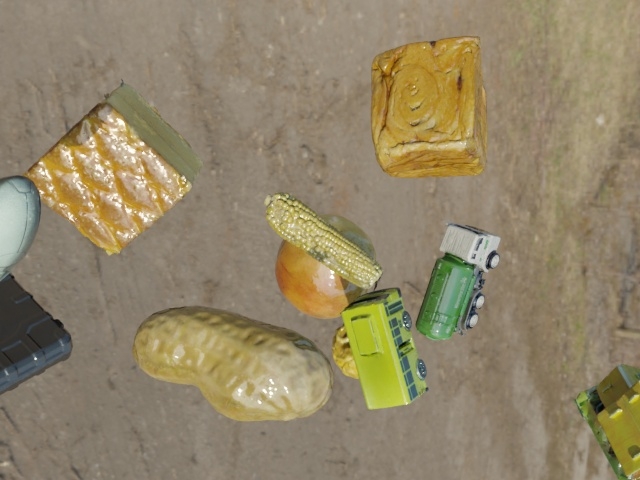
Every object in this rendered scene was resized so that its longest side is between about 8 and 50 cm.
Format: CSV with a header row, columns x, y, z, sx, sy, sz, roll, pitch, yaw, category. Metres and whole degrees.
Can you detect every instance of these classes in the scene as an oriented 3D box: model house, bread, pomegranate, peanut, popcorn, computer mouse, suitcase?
x,y,z,sx,sy,sz,roll,pitch,yaw,category
0.794,0.378,1.583,0.324,0.340,0.300,58,11,-54,model house
0.143,-0.163,0.902,0.143,0.149,0.158,34,51,-67,bread
0.029,0.078,2.048,0.319,0.319,0.319,-9,101,-56,pomegranate
-0.096,0.130,0.746,0.095,0.226,0.108,87,23,-57,peanut
0.142,0.307,2.007,0.250,0.250,0.190,-9,80,-56,popcorn
-0.432,0.018,0.915,0.229,0.068,0.113,-53,166,18,computer mouse
-0.623,0.156,1.300,0.206,0.285,0.066,-31,150,-41,suitcase
-0.455,-0.159,1.577,0.279,0.279,0.207,43,19,-20,bread

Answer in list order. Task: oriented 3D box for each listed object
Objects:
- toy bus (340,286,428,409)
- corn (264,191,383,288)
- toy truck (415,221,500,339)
x,y,z,sx,sy,sz,roll,pitch,yaw,category
0.149,0.254,1.660,0.150,0.128,0.262,-15,89,-59,toy bus
0.000,0.000,1.461,0.086,0.288,0.086,-54,177,-5,corn
0.275,0.087,1.442,0.125,0.101,0.243,10,100,-46,toy truck
